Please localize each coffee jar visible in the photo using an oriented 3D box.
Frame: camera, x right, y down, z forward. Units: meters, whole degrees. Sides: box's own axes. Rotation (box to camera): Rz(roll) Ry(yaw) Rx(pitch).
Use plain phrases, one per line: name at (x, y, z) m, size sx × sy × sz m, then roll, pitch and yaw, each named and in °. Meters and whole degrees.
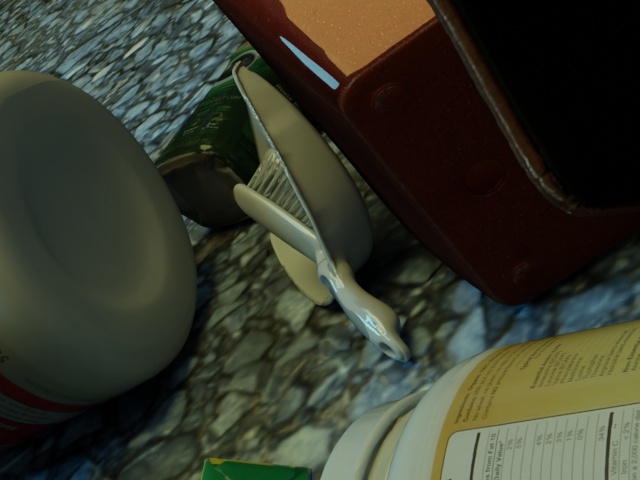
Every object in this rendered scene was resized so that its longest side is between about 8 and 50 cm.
coffee jar at (-0.051, -0.100, 0.968) m, size 0.096 × 0.079 × 0.184 m, roll -15°, pitch 36°, yaw 46°

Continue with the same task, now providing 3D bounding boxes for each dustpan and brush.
dustpan and brush at (0.000, 0.000, 0.727) m, size 0.060 × 0.147 × 0.211 m, roll -34°, pitch 48°, yaw -22°

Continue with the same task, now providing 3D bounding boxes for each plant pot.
plant pot at (0.095, -0.128, 0.648) m, size 0.267 × 0.267 × 0.235 m, roll -35°, pitch 40°, yaw 10°

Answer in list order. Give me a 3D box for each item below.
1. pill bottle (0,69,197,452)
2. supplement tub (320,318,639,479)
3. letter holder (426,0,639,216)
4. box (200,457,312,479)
pill bottle at (-0.310, 0.066, 0.873) m, size 0.408 × 0.229 × 0.229 m, roll -27°, pitch 28°, yaw 24°
supplement tub at (0.110, 0.095, 0.370) m, size 0.200 × 0.144 × 0.144 m, roll -17°, pitch 34°, yaw 39°
letter holder at (0.203, -0.084, 0.397) m, size 0.302 × 0.214 × 0.152 m, roll -25°, pitch -4°, yaw -43°
box at (-0.028, 0.177, 0.432) m, size 0.043 × 0.179 × 0.105 m, roll 6°, pitch 37°, yaw 2°
